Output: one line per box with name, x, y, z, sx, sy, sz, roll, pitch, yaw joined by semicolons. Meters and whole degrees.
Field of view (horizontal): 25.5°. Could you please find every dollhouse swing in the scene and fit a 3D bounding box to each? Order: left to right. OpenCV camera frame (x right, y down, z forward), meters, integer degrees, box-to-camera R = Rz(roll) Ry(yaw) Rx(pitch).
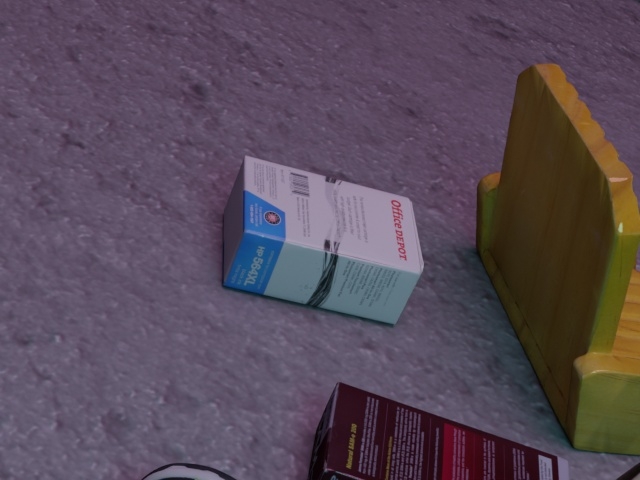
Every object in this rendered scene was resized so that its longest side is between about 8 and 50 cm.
dollhouse swing;0.351;0.008;1.568;0.315;0.305;0.347;8;35;-21

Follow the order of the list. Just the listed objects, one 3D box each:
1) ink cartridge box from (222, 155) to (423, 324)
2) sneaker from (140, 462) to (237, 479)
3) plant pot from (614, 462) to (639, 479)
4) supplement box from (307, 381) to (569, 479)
ink cartridge box;0.000;0.000;1.571;0.203;0.086;0.148;15;34;-13
sneaker;-0.067;0.271;1.148;0.234;0.084;0.097;33;36;15
plant pot;0.208;0.360;1.023;0.323;0.323;0.280;-22;71;-47
supplement box;0.110;0.231;1.318;0.239;0.073;0.130;20;32;-5
